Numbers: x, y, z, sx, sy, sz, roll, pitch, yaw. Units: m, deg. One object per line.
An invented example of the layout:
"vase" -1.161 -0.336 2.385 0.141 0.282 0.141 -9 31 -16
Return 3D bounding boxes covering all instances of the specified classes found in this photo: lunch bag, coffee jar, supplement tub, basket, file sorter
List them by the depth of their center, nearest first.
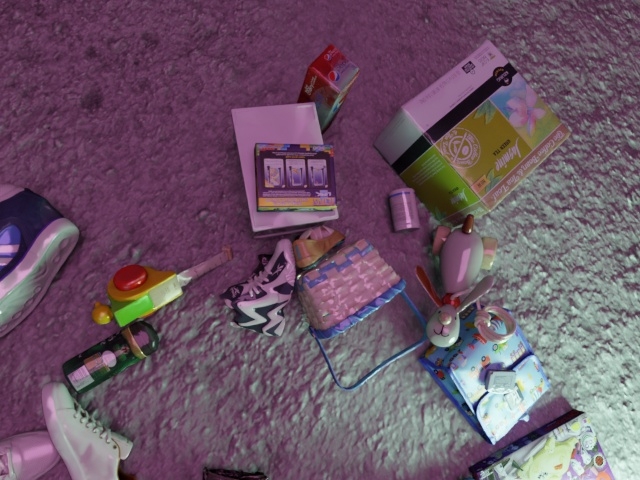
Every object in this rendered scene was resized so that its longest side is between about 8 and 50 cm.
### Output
"coffee jar" -0.442 0.245 0.966 0.184 0.096 0.079 -30 89 -16
"basket" 0.091 0.160 1.035 0.255 0.201 0.289 -28 86 -17
"file sorter" -0.095 -0.154 1.073 0.193 0.173 0.277 -9 82 -14
"lunch bag" 0.428 0.343 1.125 0.221 0.138 0.293 -40 101 -15
"supplement tub" 0.219 -0.078 1.175 0.071 0.071 0.107 -4 80 -12

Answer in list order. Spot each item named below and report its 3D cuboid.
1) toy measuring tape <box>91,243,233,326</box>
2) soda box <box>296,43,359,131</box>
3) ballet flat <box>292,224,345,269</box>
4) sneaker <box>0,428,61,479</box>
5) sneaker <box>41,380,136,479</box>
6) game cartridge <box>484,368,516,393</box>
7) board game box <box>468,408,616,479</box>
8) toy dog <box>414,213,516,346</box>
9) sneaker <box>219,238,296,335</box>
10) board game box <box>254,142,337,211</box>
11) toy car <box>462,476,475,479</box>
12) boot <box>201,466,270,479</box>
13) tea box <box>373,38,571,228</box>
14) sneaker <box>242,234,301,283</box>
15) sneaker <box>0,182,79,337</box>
"toy measuring tape" -0.361 0.082 1.022 0.330 0.121 0.121 -33 87 -32
"soda box" 0.004 -0.342 1.082 0.092 0.263 0.083 40 73 -2
"ballet flat" 0.000 0.000 1.045 0.080 0.232 0.073 -25 94 22
"sneaker" -0.658 0.450 0.846 0.292 0.169 0.108 -15 81 -15
"sneaker" -0.466 0.403 0.925 0.123 0.106 0.290 -22 102 -20
"game cartridge" 0.421 0.330 1.053 0.083 0.017 0.056 9 91 -24
"board game box" 0.564 0.597 1.130 0.347 0.056 0.208 -21 88 -15
"toy dog" 0.330 0.070 1.059 0.220 0.161 0.333 -4 49 6
"sneaker" -0.147 0.104 1.018 0.153 0.094 0.235 7 113 -17
"board game box" -0.054 -0.134 0.964 0.170 0.048 0.141 -1 82 -14
"toy car" 0.320 0.674 0.965 0.219 0.238 0.210 -22 85 -14
"boot" -0.152 0.618 0.956 0.263 0.091 0.229 17 77 -6
"tea box" 0.381 -0.263 1.166 0.329 0.220 0.323 -41 90 -16
"sneaker" -0.112 0.050 1.090 0.089 0.051 0.170 27 87 -6
"sneaker" -0.699 0.033 0.950 0.236 0.130 0.323 32 79 6
